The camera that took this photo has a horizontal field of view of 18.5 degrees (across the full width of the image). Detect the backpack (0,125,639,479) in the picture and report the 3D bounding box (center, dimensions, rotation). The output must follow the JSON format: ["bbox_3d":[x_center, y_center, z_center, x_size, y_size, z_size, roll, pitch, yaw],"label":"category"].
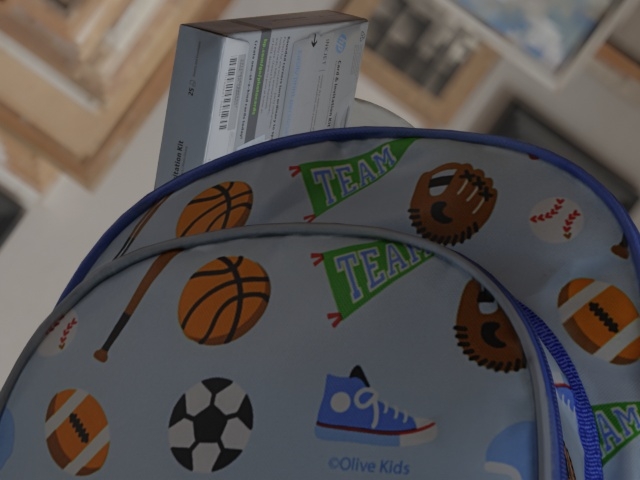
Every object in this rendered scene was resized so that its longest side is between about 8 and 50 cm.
[{"bbox_3d":[0.009,0.095,0.629,0.276,0.263,0.213,-1,152,17],"label":"backpack"}]

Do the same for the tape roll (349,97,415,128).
[{"bbox_3d":[0.000,0.000,1.943,0.246,0.246,0.169,35,155,5],"label":"tape roll"}]

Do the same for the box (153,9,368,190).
[{"bbox_3d":[-0.039,-0.075,1.293,0.038,0.145,0.186,19,-162,27],"label":"box"}]
